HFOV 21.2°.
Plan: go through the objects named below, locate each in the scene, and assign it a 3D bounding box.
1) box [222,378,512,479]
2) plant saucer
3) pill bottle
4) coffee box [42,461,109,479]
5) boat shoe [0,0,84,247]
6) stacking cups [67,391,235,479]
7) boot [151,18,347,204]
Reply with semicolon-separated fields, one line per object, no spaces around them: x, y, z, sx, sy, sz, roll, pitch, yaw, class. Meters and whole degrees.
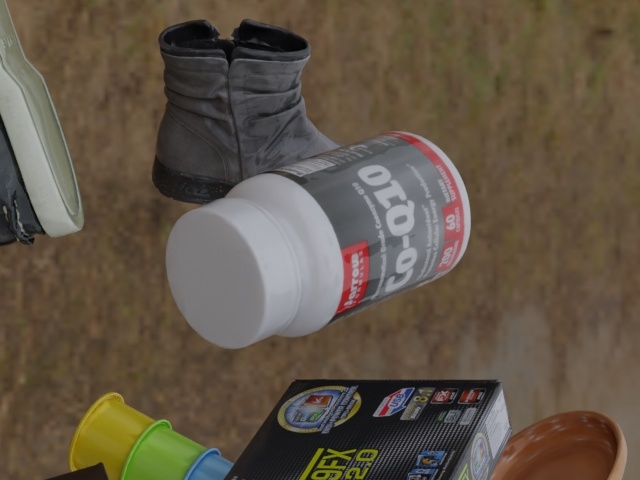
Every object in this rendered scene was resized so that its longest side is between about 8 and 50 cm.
0.029;0.216;1.514;0.270;0.216;0.060;-51;134;-54;box
0.231;0.257;1.756;0.037;0.200;0.200;52;37;-22;plant saucer
0.000;0.000;1.656;0.283;0.161;0.161;-22;112;-43;pill bottle
-0.313;0.329;1.545;0.168;0.297;0.119;-126;-156;-58;coffee box
-0.262;-0.150;1.111;0.127;0.113;0.340;-86;156;-81;boat shoe
-0.100;0.264;1.708;0.096;0.316;0.096;-52;159;-30;stacking cups
-0.032;-0.141;2.032;0.118;0.338;0.223;-100;-163;-54;boot
